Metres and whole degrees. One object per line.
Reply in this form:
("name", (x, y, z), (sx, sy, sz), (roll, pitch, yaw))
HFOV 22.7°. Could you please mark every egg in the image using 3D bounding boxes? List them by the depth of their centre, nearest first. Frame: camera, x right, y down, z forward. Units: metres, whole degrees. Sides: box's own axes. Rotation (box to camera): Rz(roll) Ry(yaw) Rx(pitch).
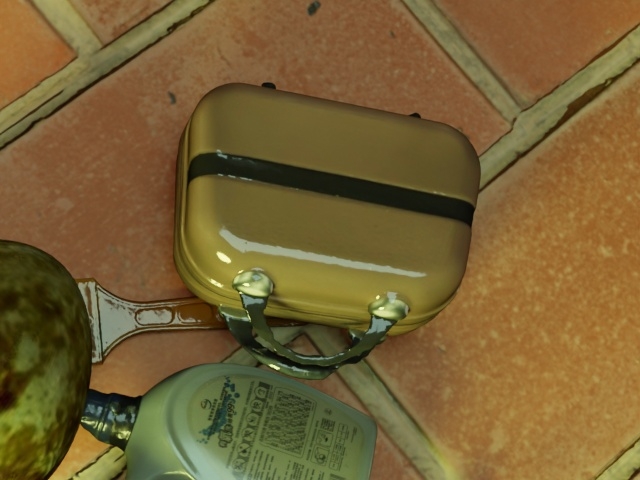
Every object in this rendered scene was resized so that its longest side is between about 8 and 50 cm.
("egg", (-0.321, 0.121, 1.415), (0.238, 0.238, 0.289), (33, 61, -1))

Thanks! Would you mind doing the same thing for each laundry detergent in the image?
("laundry detergent", (-0.099, 0.218, 1.503), (0.280, 0.105, 0.215), (18, 63, -9))

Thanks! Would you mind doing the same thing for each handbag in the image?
("handbag", (0.000, 0.000, 1.571), (0.302, 0.149, 0.283), (12, 67, -12))

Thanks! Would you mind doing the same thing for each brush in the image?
("brush", (-0.151, 0.074, 1.590), (0.314, 0.017, 0.090), (-4, 76, -15))
